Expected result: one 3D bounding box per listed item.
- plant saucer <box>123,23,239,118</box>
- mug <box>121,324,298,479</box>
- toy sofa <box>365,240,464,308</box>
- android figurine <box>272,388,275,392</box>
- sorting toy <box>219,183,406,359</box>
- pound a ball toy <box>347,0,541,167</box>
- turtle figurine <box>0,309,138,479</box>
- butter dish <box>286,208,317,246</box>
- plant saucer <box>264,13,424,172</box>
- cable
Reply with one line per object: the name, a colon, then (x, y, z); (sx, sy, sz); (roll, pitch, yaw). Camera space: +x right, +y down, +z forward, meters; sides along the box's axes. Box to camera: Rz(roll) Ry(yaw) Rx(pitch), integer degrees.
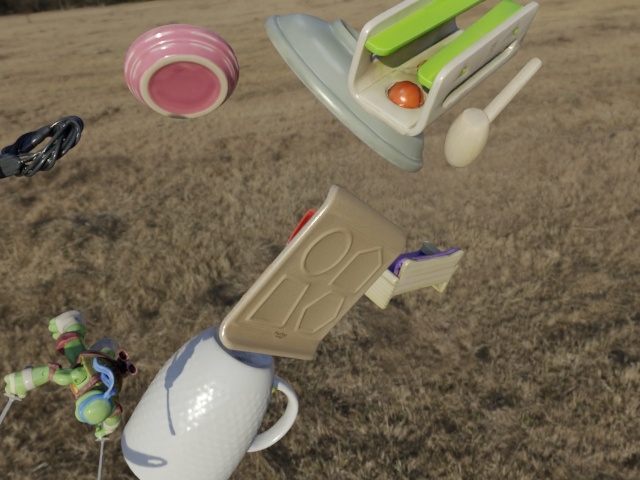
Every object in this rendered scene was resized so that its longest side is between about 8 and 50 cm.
plant saucer: (-0.401, -0.472, 1.587); (0.331, 0.332, 0.084); (-11, 62, -4)
mug: (-0.224, 0.395, 1.285); (0.373, 0.328, 0.276); (26, 12, -30)
toy sofa: (0.283, 0.078, 1.710); (0.362, 0.177, 0.150); (-8, 39, -45)
android figurine: (-0.271, 0.473, 1.884); (0.248, 0.273, 0.056); (16, 62, 24)
sorting toy: (-0.003, 0.045, 0.632); (0.038, 0.193, 0.208); (42, 99, 33)
pound a ball toy: (0.185, -0.223, 0.733); (0.208, 0.136, 0.319); (38, 56, 16)
turtle figurine: (-0.434, 0.261, 0.920); (0.197, 0.275, 0.266); (16, 16, -26)
butter dish: (0.000, 0.000, 1.756); (0.160, 0.159, 0.118); (-57, 22, -13)
plant saucer: (0.077, -0.303, 1.016); (0.100, 0.400, 0.401); (-43, 20, 22)
cable: (-0.467, -0.160, 0.915); (0.184, 0.047, 0.151); (-14, 33, 21)
